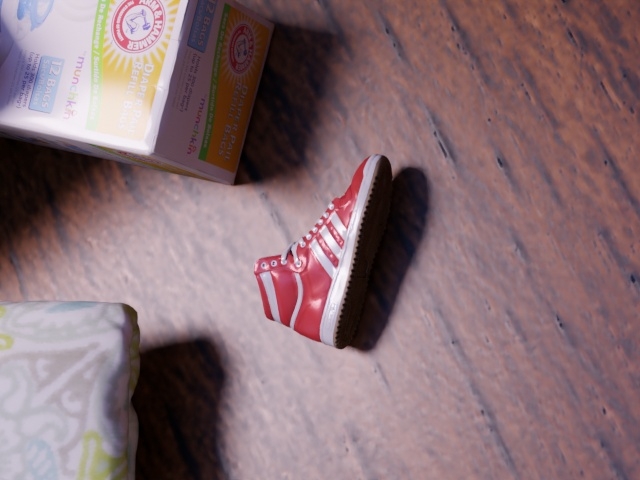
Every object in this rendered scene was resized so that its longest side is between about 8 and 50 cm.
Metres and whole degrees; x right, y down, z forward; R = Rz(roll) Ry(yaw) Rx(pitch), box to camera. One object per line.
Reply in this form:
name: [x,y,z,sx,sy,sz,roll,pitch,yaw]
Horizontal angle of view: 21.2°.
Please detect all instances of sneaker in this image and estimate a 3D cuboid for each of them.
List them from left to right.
sneaker: [0.000,0.000,1.029,0.067,0.042,0.118,16,90,25]

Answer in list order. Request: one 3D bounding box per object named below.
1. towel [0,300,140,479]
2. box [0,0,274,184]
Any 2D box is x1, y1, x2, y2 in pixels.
towel: [-0.271,0.224,1.036,0.320,0.090,0.374,0,84,0]
box: [-0.148,-0.114,1.090,0.203,0.103,0.114,14,87,28]
